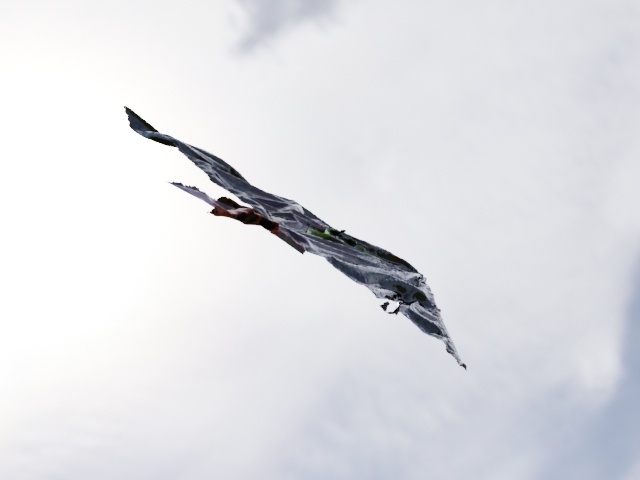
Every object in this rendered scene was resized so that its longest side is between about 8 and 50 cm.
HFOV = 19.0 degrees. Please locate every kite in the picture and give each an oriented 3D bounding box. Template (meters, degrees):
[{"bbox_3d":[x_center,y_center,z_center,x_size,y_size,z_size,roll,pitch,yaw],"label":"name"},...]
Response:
[{"bbox_3d":[0.000,0.000,0.806,0.189,0.232,0.009,20,-79,-53],"label":"kite"}]
